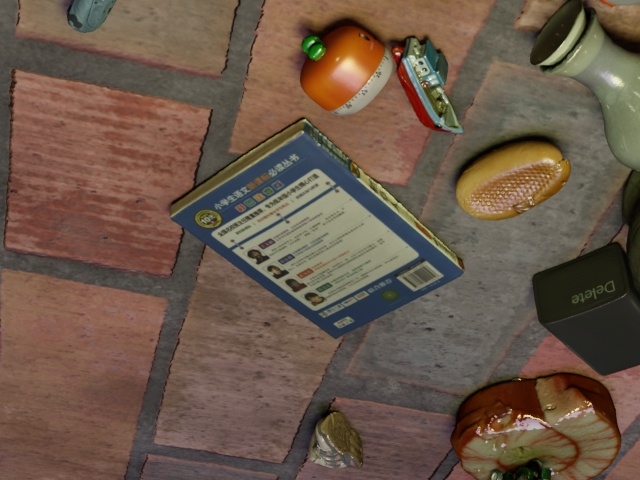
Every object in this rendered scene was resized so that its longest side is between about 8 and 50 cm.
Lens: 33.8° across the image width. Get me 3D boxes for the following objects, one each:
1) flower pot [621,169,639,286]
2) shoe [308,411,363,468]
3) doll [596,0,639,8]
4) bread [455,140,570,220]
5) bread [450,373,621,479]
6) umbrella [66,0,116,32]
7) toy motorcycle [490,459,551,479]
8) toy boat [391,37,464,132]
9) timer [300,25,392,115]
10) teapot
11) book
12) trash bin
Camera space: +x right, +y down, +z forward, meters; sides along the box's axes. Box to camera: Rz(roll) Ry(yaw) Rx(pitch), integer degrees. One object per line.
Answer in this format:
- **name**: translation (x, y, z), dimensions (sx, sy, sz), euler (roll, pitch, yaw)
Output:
- **flower pot**: translation (0.619, -0.012, 1.603), dimensions (0.302, 0.213, 0.301), euler (1, 138, 1)
- **shoe**: translation (0.020, 0.420, 2.184), dimensions (0.092, 0.089, 0.180), euler (-15, 142, 20)
- **doll**: translation (0.437, -0.339, 1.360), dimensions (0.245, 0.076, 0.142), euler (12, 135, -17)
- **bread**: translation (0.297, -0.096, 1.624), dimensions (0.189, 0.077, 0.114), euler (-26, 111, 27)
- **bread**: translation (0.436, 0.393, 2.119), dimensions (0.328, 0.114, 0.295), euler (-15, 137, 16)
- **umbrella**: translation (-0.261, -0.362, 1.369), dimensions (0.053, 0.052, 0.250), euler (27, 132, -24)
- **toy motorcycle**: translation (0.373, 0.551, 2.075), dimensions (0.125, 0.187, 0.274), euler (18, 137, -17)
- **toy boat**: translation (0.159, -0.216, 1.501), dimensions (0.059, 0.069, 0.173), euler (-11, 131, 25)
- **timer**: translation (0.024, -0.244, 1.460), dimensions (0.136, 0.099, 0.136), euler (2, 125, 3)
- **teapot**: translation (0.413, -0.215, 1.434), dimensions (0.251, 0.183, 0.183), euler (31, 131, -14)
- **book**: translation (0.000, 0.000, 1.761), dimensions (0.300, 0.039, 0.428), euler (-29, 129, 29)
- **trash bin**: translation (0.500, 0.132, 1.837), dimensions (0.165, 0.115, 0.225), euler (-25, 133, 27)
